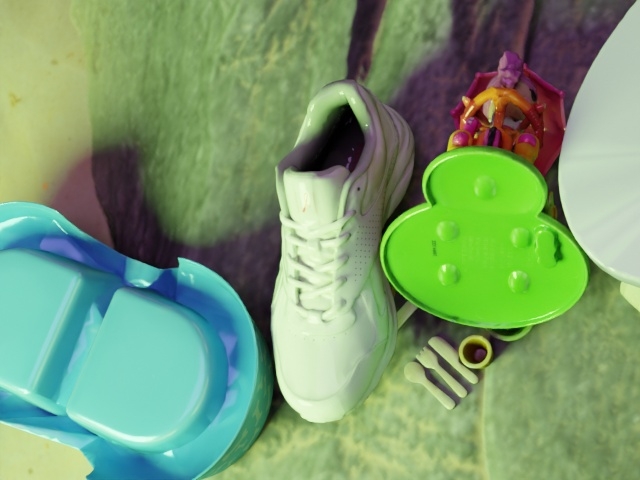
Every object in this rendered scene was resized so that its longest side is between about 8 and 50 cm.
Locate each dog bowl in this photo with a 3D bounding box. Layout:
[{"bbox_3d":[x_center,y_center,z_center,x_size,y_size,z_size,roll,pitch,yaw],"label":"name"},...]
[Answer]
[{"bbox_3d":[-0.165,0.079,0.878,0.297,0.074,0.166,19,82,24],"label":"dog bowl"}]

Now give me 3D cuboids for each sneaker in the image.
[{"bbox_3d":[0.000,0.000,0.787,0.090,0.115,0.232,-1,72,20],"label":"sneaker"}]

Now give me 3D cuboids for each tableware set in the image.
[{"bbox_3d":[0.069,0.033,0.828,0.104,0.024,0.154,-47,64,2],"label":"tableware set"}]

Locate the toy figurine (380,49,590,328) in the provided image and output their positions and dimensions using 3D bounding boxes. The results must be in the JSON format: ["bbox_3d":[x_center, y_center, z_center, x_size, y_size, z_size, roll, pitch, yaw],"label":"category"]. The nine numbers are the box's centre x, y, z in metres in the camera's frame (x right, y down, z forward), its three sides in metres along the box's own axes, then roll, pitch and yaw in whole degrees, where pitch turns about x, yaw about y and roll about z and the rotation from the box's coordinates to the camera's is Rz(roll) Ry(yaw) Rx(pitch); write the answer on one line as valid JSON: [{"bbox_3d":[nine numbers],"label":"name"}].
[{"bbox_3d":[0.113,-0.057,0.770,0.130,0.173,0.159,5,53,13],"label":"toy figurine"}]

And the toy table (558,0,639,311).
[{"bbox_3d":[0.271,-0.069,0.705,0.274,0.161,0.252,-35,66,9],"label":"toy table"}]
